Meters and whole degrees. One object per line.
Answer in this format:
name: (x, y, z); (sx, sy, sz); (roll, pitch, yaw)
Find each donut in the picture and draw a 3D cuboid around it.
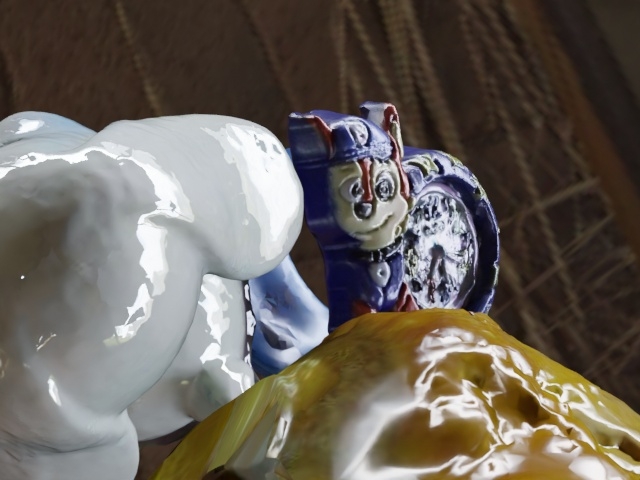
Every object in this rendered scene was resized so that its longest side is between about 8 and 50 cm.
donut: (-0.001, 0.160, 0.542); (0.160, 0.330, 0.330); (41, 58, -19)

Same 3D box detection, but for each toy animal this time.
toy animal: (-0.129, 0.045, 0.978); (0.174, 0.249, 0.289); (27, 17, 19)

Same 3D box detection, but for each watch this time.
watch: (0.006, 0.005, 1.209); (0.171, 0.200, 0.196); (-16, 97, -46)
